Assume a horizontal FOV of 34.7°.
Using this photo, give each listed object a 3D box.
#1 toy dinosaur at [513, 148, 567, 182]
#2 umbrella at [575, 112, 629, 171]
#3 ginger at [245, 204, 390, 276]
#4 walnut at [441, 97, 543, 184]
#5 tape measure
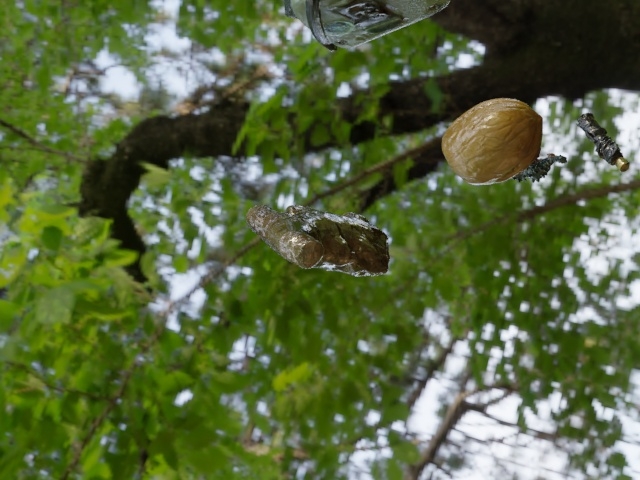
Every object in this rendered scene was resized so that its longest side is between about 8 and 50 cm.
[{"bbox_3d":[0.381,-0.132,1.801,0.049,0.154,0.055,26,-107,-20],"label":"toy dinosaur"},{"bbox_3d":[0.505,-0.175,1.831,0.040,0.144,0.037,-42,-42,18],"label":"umbrella"},{"bbox_3d":[0.001,0.000,1.347,0.333,0.166,0.080,-3,-68,-60],"label":"ginger"},{"bbox_3d":[0.291,-0.166,1.722,0.144,0.180,0.144,38,-140,-43],"label":"walnut"},{"bbox_3d":[0.039,-0.338,1.394,0.207,0.235,0.115,7,-107,-49],"label":"tape measure"}]
